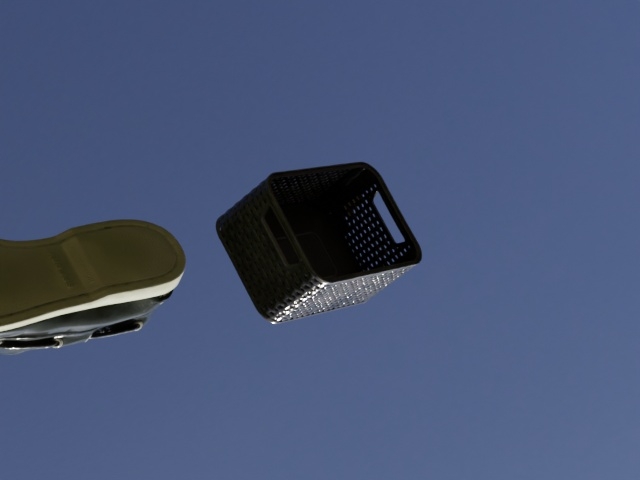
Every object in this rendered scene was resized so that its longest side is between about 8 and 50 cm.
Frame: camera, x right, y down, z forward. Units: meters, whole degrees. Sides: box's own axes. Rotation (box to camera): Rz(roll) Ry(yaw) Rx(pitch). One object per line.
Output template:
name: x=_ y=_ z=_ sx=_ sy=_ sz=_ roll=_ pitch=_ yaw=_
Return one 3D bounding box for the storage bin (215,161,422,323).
storage bin: x=0.000 y=0.000 z=1.532 sx=0.180 sy=0.084 sz=0.122 roll=-10 pitch=-113 yaw=-52

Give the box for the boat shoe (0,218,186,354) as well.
boat shoe: x=-0.297 y=0.058 z=1.473 sx=0.340 sy=0.113 sz=0.127 roll=-11 pitch=-127 yaw=-32
